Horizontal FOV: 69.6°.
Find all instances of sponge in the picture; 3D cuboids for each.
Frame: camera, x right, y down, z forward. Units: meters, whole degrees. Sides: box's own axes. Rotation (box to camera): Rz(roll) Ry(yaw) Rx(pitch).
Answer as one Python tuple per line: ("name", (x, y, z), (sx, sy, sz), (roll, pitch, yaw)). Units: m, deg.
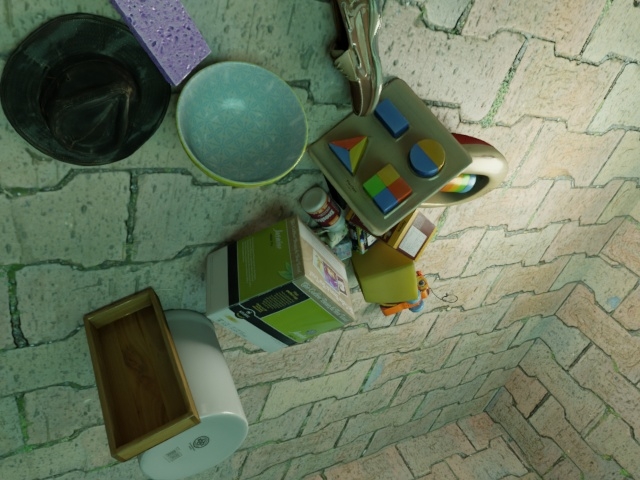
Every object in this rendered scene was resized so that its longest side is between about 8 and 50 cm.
("sponge", (-0.316, -0.431, 0.917), (0.117, 0.031, 0.210), (-51, 139, -17))

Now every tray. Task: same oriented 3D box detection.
("tray", (-0.484, 0.339, 1.228), (0.203, 0.411, 0.076), (-24, 144, -13))

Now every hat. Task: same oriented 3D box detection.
("hat", (-0.454, -0.269, 0.924), (0.331, 0.134, 0.331), (-17, 134, -19))

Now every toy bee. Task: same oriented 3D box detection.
("toy bee", (0.391, 0.215, 1.911), (0.298, 0.162, 0.195), (-1, 140, -1))

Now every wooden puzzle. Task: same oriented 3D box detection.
("wooden puzzle", (0.186, -0.236, 1.245), (0.348, 0.322, 0.080), (-38, 170, -2))

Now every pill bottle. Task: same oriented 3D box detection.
("pill bottle", (0.013, -0.090, 1.419), (0.086, 0.086, 0.152), (-42, 137, 6))

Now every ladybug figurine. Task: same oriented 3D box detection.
("ladybug figurine", (0.397, -0.226, 1.458), (0.449, 0.162, 0.305), (0, 154, -33))

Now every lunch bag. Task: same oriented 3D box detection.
("lunch bag", (0.062, 0.032, 1.584), (0.083, 0.053, 0.071), (-17, 128, -16))

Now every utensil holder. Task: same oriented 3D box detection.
("utensil holder", (-0.421, 0.459, 1.399), (0.328, 0.385, 0.327), (-19, 135, -20))

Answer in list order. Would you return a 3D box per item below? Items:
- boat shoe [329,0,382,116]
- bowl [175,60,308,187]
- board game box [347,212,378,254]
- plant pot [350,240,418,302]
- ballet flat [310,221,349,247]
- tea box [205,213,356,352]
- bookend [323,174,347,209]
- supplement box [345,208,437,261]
("boat shoe", (0.078, -0.458, 1.126), (0.116, 0.123, 0.324), (-16, 128, -12))
("bowl", (-0.189, -0.246, 1.074), (0.289, 0.289, 0.156), (-16, 176, -21))
("board game box", (0.162, -0.058, 1.546), (0.141, 0.048, 0.170), (-39, 140, -25))
("plant pot", (0.218, 0.103, 1.652), (0.187, 0.212, 0.212), (-18, 136, 0))
("ballet flat", (0.000, 0.000, 1.497), (0.241, 0.077, 0.091), (-16, 131, -22))
("tea box", (-0.114, 0.144, 1.378), (0.323, 0.220, 0.329), (-22, 141, 17))
("bookend", (0.097, -0.201, 1.387), (0.157, 0.072, 0.156), (-32, 138, -6))
("supplement box", (0.219, -0.053, 1.410), (0.129, 0.191, 0.194), (-59, 145, 3))
